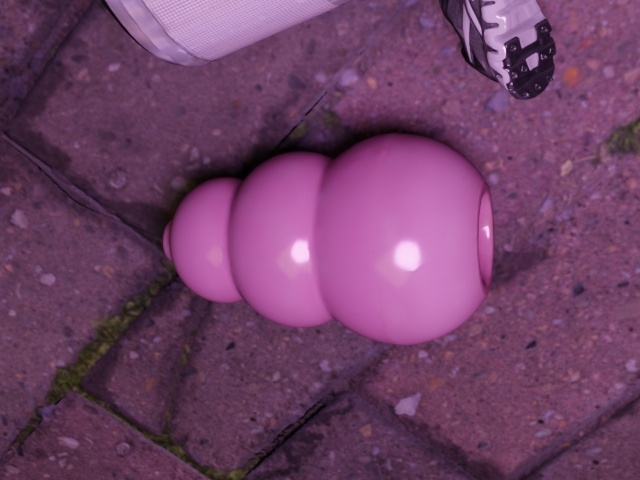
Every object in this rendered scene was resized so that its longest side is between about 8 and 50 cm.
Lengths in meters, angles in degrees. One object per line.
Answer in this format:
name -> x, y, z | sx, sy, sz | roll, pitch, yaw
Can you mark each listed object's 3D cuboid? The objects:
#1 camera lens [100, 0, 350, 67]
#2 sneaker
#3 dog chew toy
camera lens -> -0.053, -0.282, 0.803 | 0.274, 0.219, 0.219 | -19, 116, 19
sneaker -> 0.142, -0.239, 0.867 | 0.078, 0.106, 0.234 | -32, 127, -22
dog chew toy -> 0.000, 0.000, 0.985 | 0.332, 0.206, 0.206 | -1, 121, 18
